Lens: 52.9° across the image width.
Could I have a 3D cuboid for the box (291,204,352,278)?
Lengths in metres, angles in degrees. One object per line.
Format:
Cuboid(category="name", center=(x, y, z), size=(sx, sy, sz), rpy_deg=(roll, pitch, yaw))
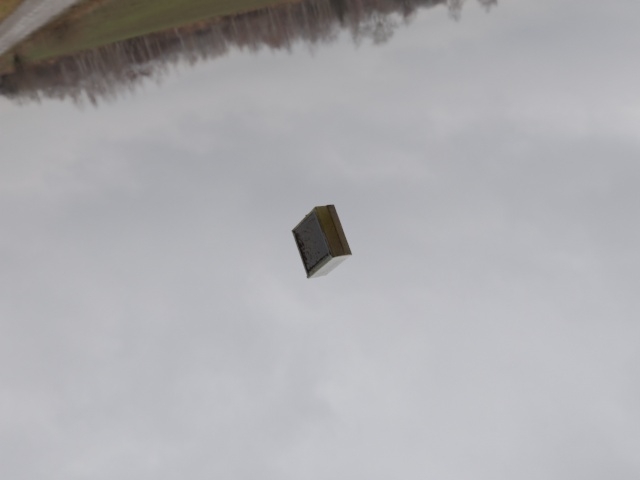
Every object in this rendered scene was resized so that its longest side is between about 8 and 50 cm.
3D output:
Cuboid(category="box", center=(0.000, 0.000, 0.900), size=(0.035, 0.083, 0.079), rpy_deg=(-8, 159, -33))
